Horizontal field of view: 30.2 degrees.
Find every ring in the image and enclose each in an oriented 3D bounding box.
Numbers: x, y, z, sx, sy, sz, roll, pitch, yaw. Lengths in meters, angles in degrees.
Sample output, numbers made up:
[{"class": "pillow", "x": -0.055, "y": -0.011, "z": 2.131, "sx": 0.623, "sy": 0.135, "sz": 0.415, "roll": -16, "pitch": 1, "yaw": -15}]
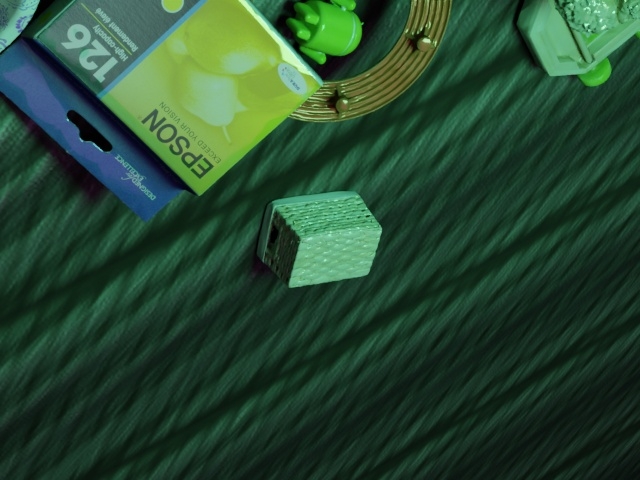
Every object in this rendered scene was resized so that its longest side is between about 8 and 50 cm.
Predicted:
[{"class": "ring", "x": 0.019, "y": -0.313, "z": 1.564, "sx": 0.336, "sy": 0.032, "sz": 0.337, "roll": -6, "pitch": 116, "yaw": -12}]

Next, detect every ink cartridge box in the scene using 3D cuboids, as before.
[{"class": "ink cartridge box", "x": -0.206, "y": -0.205, "z": 1.494, "sx": 0.307, "sy": 0.072, "sz": 0.303, "roll": -43, "pitch": 120, "yaw": 4}]

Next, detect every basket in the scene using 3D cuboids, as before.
[{"class": "basket", "x": 0.000, "y": 0.000, "z": 1.873, "sx": 0.167, "sy": 0.103, "sz": 0.113, "roll": -7, "pitch": 130, "yaw": -30}]

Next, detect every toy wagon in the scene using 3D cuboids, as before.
[{"class": "toy wagon", "x": 0.470, "y": -0.407, "z": 1.866, "sx": 0.344, "sy": 0.068, "sz": 0.267, "roll": -40, "pitch": 140, "yaw": 2}]

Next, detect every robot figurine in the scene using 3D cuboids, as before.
[{"class": "robot figurine", "x": 0.009, "y": -0.293, "z": 1.636, "sx": 0.115, "sy": 0.067, "sz": 0.101, "roll": 7, "pitch": 121, "yaw": -40}]

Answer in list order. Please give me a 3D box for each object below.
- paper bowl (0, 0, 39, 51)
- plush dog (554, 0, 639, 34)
[{"class": "paper bowl", "x": -0.432, "y": -0.314, "z": 1.213, "sx": 0.284, "sy": 0.148, "sz": 0.284, "roll": -12, "pitch": 136, "yaw": -11}, {"class": "plush dog", "x": 0.438, "y": -0.429, "z": 1.606, "sx": 0.262, "sy": 0.210, "sz": 0.225, "roll": -48, "pitch": 127, "yaw": -20}]
